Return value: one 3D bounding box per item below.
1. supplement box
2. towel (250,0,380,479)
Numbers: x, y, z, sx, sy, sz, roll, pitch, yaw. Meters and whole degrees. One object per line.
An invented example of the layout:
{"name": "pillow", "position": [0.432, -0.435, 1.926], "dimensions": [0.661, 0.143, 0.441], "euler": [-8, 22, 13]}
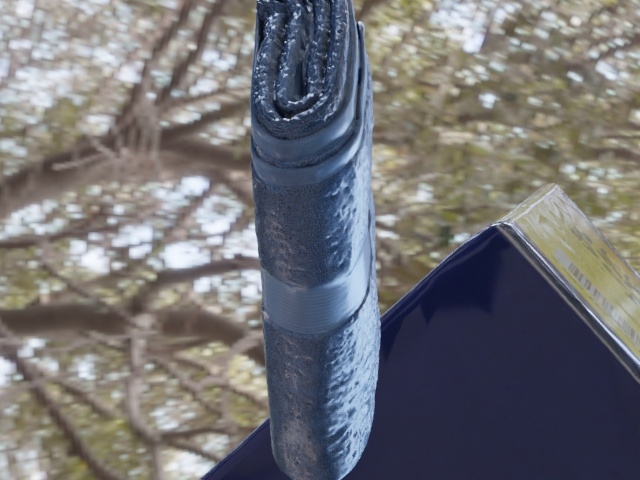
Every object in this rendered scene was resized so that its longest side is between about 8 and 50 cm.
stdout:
{"name": "supplement box", "position": [0.095, 0.111, 0.924], "dimensions": [0.194, 0.356, 0.195], "euler": [-42, -94, 11]}
{"name": "towel", "position": [0.000, 0.000, 0.473], "dimensions": [0.029, 0.067, 0.119], "euler": [0, -49, 2]}
